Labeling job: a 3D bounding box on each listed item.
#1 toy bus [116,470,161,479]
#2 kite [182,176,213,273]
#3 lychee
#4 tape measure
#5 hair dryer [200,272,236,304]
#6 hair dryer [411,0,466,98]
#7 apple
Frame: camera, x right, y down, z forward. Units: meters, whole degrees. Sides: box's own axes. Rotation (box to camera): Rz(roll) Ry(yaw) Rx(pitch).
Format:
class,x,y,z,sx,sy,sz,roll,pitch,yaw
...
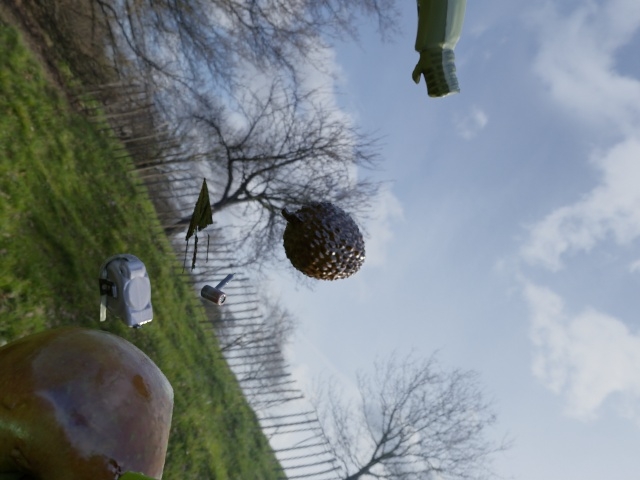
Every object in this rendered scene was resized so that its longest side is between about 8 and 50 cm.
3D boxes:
class,x,y,z,sx,sy,sz,roll,pitch,yaw
toy bus,-0.205,0.346,0.416,0.127,0.262,0.150,7,-65,25
kite,-0.198,-0.027,0.756,0.182,0.010,0.161,-18,-115,60
lychee,0.000,0.000,1.118,0.238,0.200,0.200,34,-7,-24
tape measure,-0.548,0.134,1.301,0.178,0.105,0.196,2,-79,43
hair dryer,-0.261,0.122,1.268,0.063,0.114,0.037,19,-46,25
hair dryer,0.130,-0.301,0.324,0.298,0.295,0.119,57,5,-13
apple,-0.397,0.331,0.746,0.384,0.374,0.374,60,-22,2
